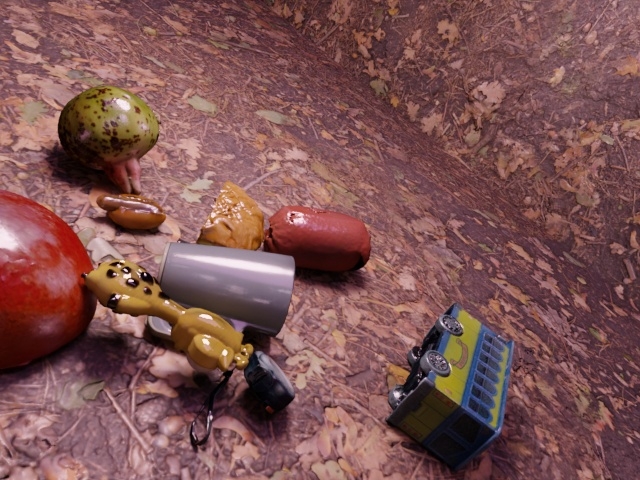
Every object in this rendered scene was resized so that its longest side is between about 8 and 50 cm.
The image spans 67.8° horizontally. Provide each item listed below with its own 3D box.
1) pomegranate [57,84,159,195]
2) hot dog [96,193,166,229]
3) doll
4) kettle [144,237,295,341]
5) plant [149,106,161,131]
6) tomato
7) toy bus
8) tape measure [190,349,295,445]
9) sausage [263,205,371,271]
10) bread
[{"bbox_3d":[-0.462,-0.214,1.071,0.214,0.214,0.247,-29,101,-54],"label":"pomegranate"},{"bbox_3d":[-0.400,-0.066,1.014,0.140,0.060,0.089,11,32,-22],"label":"hot dog"},{"bbox_3d":[-0.240,0.122,0.768,0.291,0.086,0.117,34,23,-9],"label":"doll"},{"bbox_3d":[-0.188,0.108,0.895,0.243,0.160,0.210,12,64,-15],"label":"kettle"},{"bbox_3d":[-0.475,-0.286,1.235,0.117,0.104,0.121,-3,66,-11],"label":"plant"},{"bbox_3d":[-0.491,0.015,0.723,0.290,0.176,0.335,-10,48,-50],"label":"tomato"},{"bbox_3d":[0.280,0.285,0.993,0.190,0.152,0.312,35,33,9],"label":"toy bus"},{"bbox_3d":[-0.130,0.273,0.790,0.180,0.104,0.107,-42,108,-21],"label":"tape measure"},{"bbox_3d":[0.000,0.000,1.166,0.280,0.152,0.152,11,37,-23],"label":"sausage"},{"bbox_3d":[-0.200,-0.023,1.057,0.140,0.143,0.229,33,34,-17],"label":"bread"}]
